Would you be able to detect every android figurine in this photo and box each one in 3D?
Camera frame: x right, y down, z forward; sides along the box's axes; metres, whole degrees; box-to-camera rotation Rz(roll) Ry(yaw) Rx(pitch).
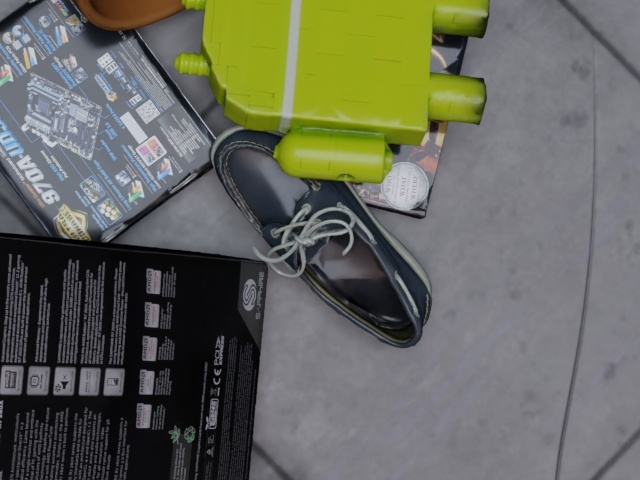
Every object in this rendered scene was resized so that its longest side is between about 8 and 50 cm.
[{"bbox_3d":[0.010,-0.172,1.603,0.273,0.056,0.248,3,73,-4],"label":"android figurine"}]

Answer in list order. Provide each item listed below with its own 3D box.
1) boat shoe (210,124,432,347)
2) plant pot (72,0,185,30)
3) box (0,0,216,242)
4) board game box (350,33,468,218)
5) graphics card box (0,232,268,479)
[{"bbox_3d":[0.000,0.000,1.632,0.095,0.079,0.254,-36,108,19],"label":"boat shoe"},{"bbox_3d":[-0.152,-0.352,1.565,0.291,0.291,0.203,-42,77,-4],"label":"plant pot"},{"bbox_3d":[-0.218,-0.113,1.655,0.175,0.051,0.220,-37,93,-4],"label":"box"},{"bbox_3d":[0.044,-0.156,1.682,0.165,0.042,0.243,13,88,-4],"label":"board game box"},{"bbox_3d":[-0.199,0.115,1.520,0.094,0.371,0.232,3,89,40],"label":"graphics card box"}]
